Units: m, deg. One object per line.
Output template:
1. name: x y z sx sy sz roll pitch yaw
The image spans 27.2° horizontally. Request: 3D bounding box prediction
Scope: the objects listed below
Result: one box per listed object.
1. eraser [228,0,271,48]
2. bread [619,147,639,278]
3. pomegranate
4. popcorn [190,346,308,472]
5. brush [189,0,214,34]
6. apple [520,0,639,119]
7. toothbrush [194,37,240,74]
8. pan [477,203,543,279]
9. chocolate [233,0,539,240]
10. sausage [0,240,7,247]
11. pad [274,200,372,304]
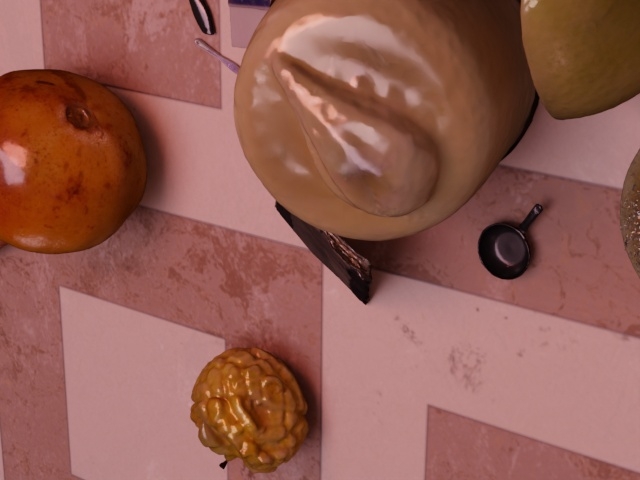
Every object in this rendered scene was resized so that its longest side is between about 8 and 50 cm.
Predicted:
1. eraser: -0.051 -0.334 1.580 0.124 0.068 0.210 11 113 32
2. bread: 0.427 -0.017 1.346 0.267 0.040 0.267 13 113 34
3. pomegranate: -0.363 -0.104 1.797 0.264 0.264 0.264 14 114 33
4. popcorn: -0.098 0.231 1.779 0.170 0.180 0.180 -44 77 10
5. brush: -0.178 -0.354 1.702 0.063 0.016 0.193 -16 95 39
6. apple: 0.241 -0.283 1.241 0.233 0.258 0.295 -36 71 16
7. toothbrush: -0.116 -0.226 1.705 0.131 0.013 0.011 38 115 22
8. pan: 0.226 -0.004 1.514 0.068 0.023 0.115 48 131 15
9. chocolate: 0.046 -0.161 1.394 0.326 0.297 0.314 15 117 22
10. sausage: -0.520 -0.021 2.041 0.289 0.086 0.086 -25 90 41
11. pad: -0.001 0.001 1.589 0.174 0.022 0.233 46 173 8
